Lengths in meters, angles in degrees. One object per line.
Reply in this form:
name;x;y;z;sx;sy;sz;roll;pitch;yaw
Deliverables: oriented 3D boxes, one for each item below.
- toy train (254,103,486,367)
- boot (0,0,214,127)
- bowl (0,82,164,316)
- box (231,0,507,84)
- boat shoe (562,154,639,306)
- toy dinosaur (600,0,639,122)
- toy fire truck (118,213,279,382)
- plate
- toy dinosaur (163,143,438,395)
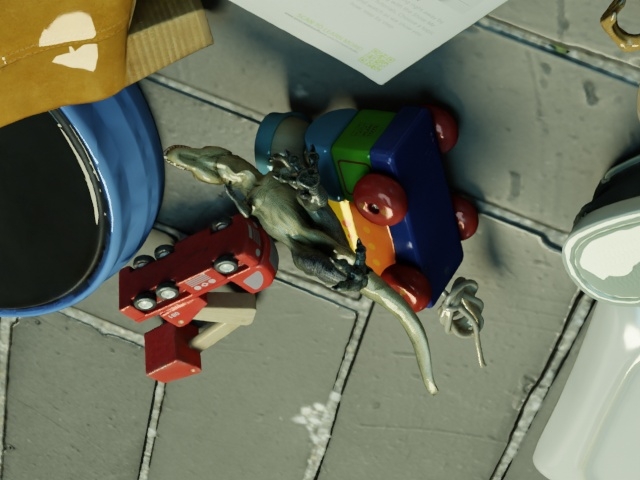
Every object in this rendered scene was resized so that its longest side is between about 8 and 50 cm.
toy train;0.042;0.004;1.166;0.143;0.105;0.248;11;137;31
boot;-0.204;-0.201;1.011;0.211;0.104;0.295;-20;136;-4
bowl;-0.326;-0.087;1.266;0.391;0.077;0.391;14;136;14
box;0.059;-0.229;0.886;0.232;0.058;0.322;25;143;-33
boat shoe;0.306;-0.034;0.998;0.302;0.091;0.114;-8;127;34
toy dinosaur;0.234;-0.127;0.964;0.112;0.064;0.211;32;138;-8
toy fire truck;-0.103;0.053;1.301;0.192;0.047;0.135;-24;142;25
plate;0.331;0.168;1.221;0.277;0.045;0.278;19;138;7
toy dinosaur;0.000;0.000;1.064;0.268;0.064;0.118;44;167;8
